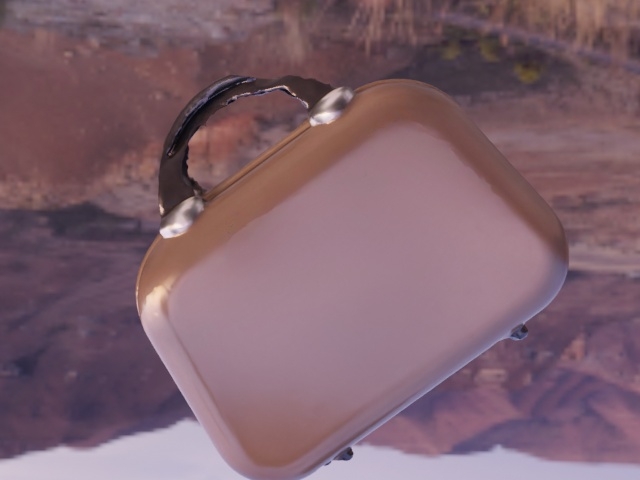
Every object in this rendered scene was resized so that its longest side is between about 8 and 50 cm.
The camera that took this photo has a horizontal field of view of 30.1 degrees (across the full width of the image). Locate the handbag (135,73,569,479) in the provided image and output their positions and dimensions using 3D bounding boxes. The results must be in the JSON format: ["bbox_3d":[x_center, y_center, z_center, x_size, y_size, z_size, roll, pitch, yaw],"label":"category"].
[{"bbox_3d":[0.000,0.000,0.892,0.302,0.283,0.149,-37,-174,4],"label":"handbag"}]
